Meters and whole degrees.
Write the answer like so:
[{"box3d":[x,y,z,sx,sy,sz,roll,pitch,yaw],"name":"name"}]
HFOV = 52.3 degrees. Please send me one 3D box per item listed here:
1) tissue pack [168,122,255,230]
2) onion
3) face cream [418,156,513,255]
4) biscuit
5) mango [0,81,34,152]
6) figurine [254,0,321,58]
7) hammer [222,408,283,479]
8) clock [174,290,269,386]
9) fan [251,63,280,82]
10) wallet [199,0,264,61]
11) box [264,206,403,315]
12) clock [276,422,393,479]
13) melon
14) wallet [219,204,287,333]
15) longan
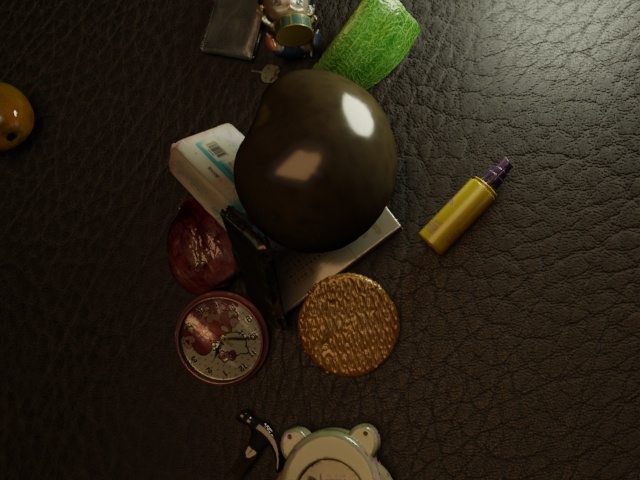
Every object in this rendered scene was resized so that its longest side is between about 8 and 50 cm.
[{"box3d":[-0.224,-0.154,1.634,0.271,0.201,0.124,45,137,16],"name":"tissue pack"},{"box3d":[-0.323,-0.002,1.664,0.227,0.120,0.283,-38,66,19],"name":"onion"},{"box3d":[0.351,-0.087,1.537,0.273,0.078,0.078,-47,74,4],"name":"face cream"},{"box3d":[0.067,0.204,1.566,0.254,0.035,0.253,0,92,8],"name":"biscuit"},{"box3d":[-0.970,-0.364,1.872,0.317,0.173,0.211,20,86,23],"name":"mango"},{"box3d":[-0.086,-0.609,1.687,0.161,0.158,0.275,-8,73,-16],"name":"figurine"},{"box3d":[-0.255,0.634,1.596,0.168,0.044,0.440,38,92,18],"name":"hammer"},{"box3d":[-0.248,0.246,1.635,0.245,0.056,0.244,0,93,7],"name":"clock"},{"box3d":[-0.149,-0.453,1.761,0.083,0.004,0.055,15,85,17],"name":"fan"},{"box3d":[-0.228,-0.607,1.791,0.167,0.036,0.222,13,86,15],"name":"wallet"},{"box3d":[0.000,0.001,1.626,0.365,0.051,0.204,-37,74,6],"name":"box"},{"box3d":[0.032,0.584,1.499,0.284,0.114,0.309,-7,78,15],"name":"clock"},{"box3d":[0.088,-0.468,1.647,0.323,0.196,0.124,-49,38,10],"name":"melon"},{"box3d":[-0.146,0.071,1.514,0.044,0.317,0.169,-32,52,-20],"name":"wallet"},{"box3d":[-0.006,-0.168,1.439,0.336,0.405,0.404,0,79,55],"name":"longan"}]
